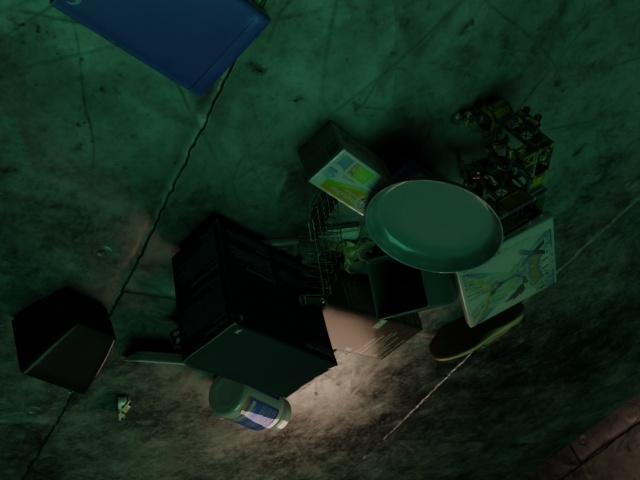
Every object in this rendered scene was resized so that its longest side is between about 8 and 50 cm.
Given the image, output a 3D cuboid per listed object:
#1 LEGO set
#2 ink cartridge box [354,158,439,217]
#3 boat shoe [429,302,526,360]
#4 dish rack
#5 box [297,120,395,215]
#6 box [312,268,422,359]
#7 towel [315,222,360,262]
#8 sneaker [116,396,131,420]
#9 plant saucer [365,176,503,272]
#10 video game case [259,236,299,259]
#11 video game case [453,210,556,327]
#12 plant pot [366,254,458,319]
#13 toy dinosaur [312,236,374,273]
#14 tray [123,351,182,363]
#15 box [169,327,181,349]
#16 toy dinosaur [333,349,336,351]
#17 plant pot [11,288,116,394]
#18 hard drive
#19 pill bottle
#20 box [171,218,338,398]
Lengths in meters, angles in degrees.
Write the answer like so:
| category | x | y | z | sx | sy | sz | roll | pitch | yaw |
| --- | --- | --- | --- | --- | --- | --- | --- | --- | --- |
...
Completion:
| category | x | y | z | sx | sy | sz | roll | pitch | yaw |
| --- | --- | --- | --- | --- | --- | --- | --- | --- | --- |
| LEGO set | 0.397 | -0.150 | 1.615 | 0.192 | 0.255 | 0.331 | -28 | 150 | -17 |
| ink cartridge box | 0.235 | -0.092 | 1.758 | 0.186 | 0.065 | 0.311 | -41 | 139 | 23 |
| boat shoe | 0.530 | 0.316 | 2.295 | 0.342 | 0.123 | 0.123 | -32 | 138 | 4 |
| dish rack | 0.000 | 0.000 | 1.653 | 0.074 | 0.208 | 0.271 | 3 | 124 | 17 |
| box | 0.063 | -0.161 | 1.578 | 0.114 | 0.103 | 0.203 | -40 | 136 | 22 |
| box | 0.090 | 0.213 | 1.972 | 0.381 | 0.143 | 0.191 | 19 | 132 | -35 |
| towel | 0.043 | 0.014 | 1.833 | 0.113 | 0.023 | 0.152 | -6 | 140 | -13 |
| sneaker | -0.601 | 0.516 | 2.109 | 0.044 | 0.040 | 0.109 | -5 | 138 | -21 |
| plant saucer | 0.262 | -0.039 | 1.590 | 0.318 | 0.043 | 0.317 | 13 | 142 | 10 |
| video game case | -0.166 | 0.067 | 1.802 | 0.201 | 0.023 | 0.183 | -5 | 138 | -18 |
| video game case | 0.530 | 0.091 | 1.954 | 0.300 | 0.036 | 0.329 | -28 | 140 | -1 |
| plant pot | 0.274 | 0.122 | 1.905 | 0.165 | 0.165 | 0.234 | -20 | 163 | 37 |
| toy dinosaur | 0.070 | 0.040 | 1.830 | 0.183 | 0.053 | 0.092 | -26 | 124 | 20 |
| tray | -0.409 | 0.339 | 1.961 | 0.270 | 0.030 | 0.145 | 11 | 165 | -32 |
| box | -0.276 | 0.238 | 1.888 | 0.220 | 0.051 | 0.175 | -30 | 156 | 12 |
| toy dinosaur | -0.094 | 0.281 | 2.023 | 0.313 | 0.121 | 0.160 | 12 | 142 | -39 |
| plant pot | -0.616 | 0.235 | 1.692 | 0.167 | 0.187 | 0.188 | -43 | 136 | 8 |
| hard drive | -0.273 | -0.408 | 1.212 | 0.210 | 0.040 | 0.319 | -41 | 136 | 23 |
| pill bottle | -0.214 | 0.517 | 2.183 | 0.152 | 0.152 | 0.272 | -33 | 138 | 15 |
| box | -0.162 | 0.170 | 1.652 | 0.179 | 0.312 | 0.343 | -39 | 134 | 23 |
